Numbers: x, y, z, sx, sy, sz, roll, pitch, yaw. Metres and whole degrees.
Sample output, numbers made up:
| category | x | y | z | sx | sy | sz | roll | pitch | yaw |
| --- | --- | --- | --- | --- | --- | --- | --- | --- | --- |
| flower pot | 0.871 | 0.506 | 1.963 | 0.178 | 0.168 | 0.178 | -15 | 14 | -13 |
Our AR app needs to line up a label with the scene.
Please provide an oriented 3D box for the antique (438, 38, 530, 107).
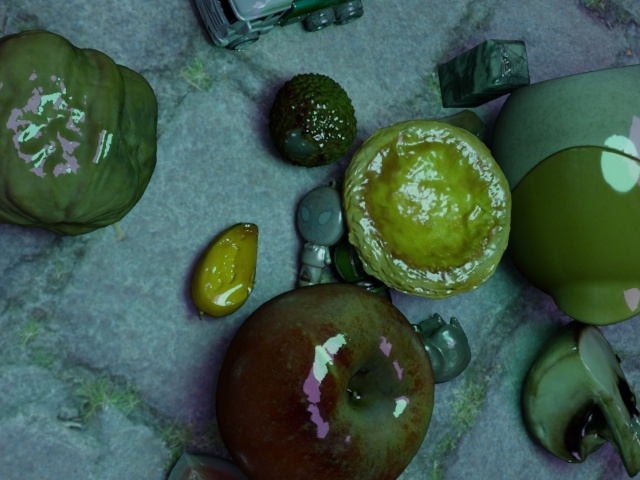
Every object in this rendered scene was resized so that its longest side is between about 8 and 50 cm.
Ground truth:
| category | x | y | z | sx | sy | sz | roll | pitch | yaw |
| --- | --- | --- | --- | --- | --- | --- | --- | --- | --- |
| antique | 0.313 | -0.317 | 1.470 | 0.086 | 0.183 | 0.088 | -5 | 87 | -25 |

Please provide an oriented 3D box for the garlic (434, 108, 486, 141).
| category | x | y | z | sx | sy | sz | roll | pitch | yaw |
| --- | --- | --- | --- | --- | --- | --- | --- | --- | --- |
| garlic | 0.259 | -0.204 | 1.504 | 0.152 | 0.066 | 0.084 | -22 | 66 | -28 |

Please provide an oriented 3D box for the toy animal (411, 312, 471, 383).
| category | x | y | z | sx | sy | sz | roll | pitch | yaw |
| --- | --- | --- | --- | --- | --- | --- | --- | --- | --- |
| toy animal | 0.169 | 0.232 | 1.384 | 0.236 | 0.108 | 0.138 | -42 | 102 | -22 |

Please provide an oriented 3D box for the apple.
| category | x | y | z | sx | sy | sz | roll | pitch | yaw |
| --- | --- | --- | --- | --- | --- | --- | --- | --- | --- |
| apple | 0.002 | 0.241 | 1.216 | 0.348 | 0.277 | 0.349 | 4 | 81 | -27 |

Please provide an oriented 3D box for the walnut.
| category | x | y | z | sx | sy | sz | roll | pitch | yaw |
| --- | --- | --- | --- | --- | --- | --- | --- | --- | --- |
| walnut | -0.370 | -0.146 | 1.104 | 0.282 | 0.253 | 0.277 | 16 | 79 | -21 |

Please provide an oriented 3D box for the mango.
| category | x | y | z | sx | sy | sz | roll | pitch | yaw |
| --- | --- | --- | --- | --- | --- | --- | --- | --- | --- |
| mango | -0.155 | 0.050 | 1.284 | 0.101 | 0.066 | 0.188 | 24 | 70 | -12 |

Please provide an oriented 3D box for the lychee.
| category | x | y | z | sx | sy | sz | roll | pitch | yaw |
| --- | --- | --- | --- | --- | --- | --- | --- | --- | --- |
| lychee | -0.012 | -0.210 | 1.331 | 0.171 | 0.171 | 0.171 | 3 | 83 | -24 |

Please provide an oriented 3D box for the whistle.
| category | x | y | z | sx | sy | sz | roll | pitch | yaw |
| --- | --- | --- | --- | --- | --- | --- | --- | --- | --- |
| whistle | 0.000 | 0.000 | 1.347 | 0.057 | 0.107 | 0.220 | 11 | 92 | -49 |

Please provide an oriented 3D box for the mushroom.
| category | x | y | z | sx | sy | sz | roll | pitch | yaw |
| --- | --- | --- | --- | --- | --- | --- | --- | --- | --- |
| mushroom | 0.523 | 0.310 | 1.535 | 0.292 | 0.212 | 0.217 | 45 | 24 | -1 |

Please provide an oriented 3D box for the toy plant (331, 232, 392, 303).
| category | x | y | z | sx | sy | sz | roll | pitch | yaw |
| --- | --- | --- | --- | --- | --- | --- | --- | --- | --- |
| toy plant | 0.072 | 0.059 | 1.371 | 0.092 | 0.093 | 0.162 | -13 | 86 | -25 |

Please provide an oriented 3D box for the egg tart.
| category | x | y | z | sx | sy | sz | roll | pitch | yaw |
| --- | --- | --- | --- | --- | --- | --- | --- | --- | --- |
| egg tart | 0.179 | -0.049 | 1.340 | 0.318 | 0.128 | 0.319 | 2 | 77 | -8 |

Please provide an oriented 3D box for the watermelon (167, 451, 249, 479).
| category | x | y | z | sx | sy | sz | roll | pitch | yaw |
| --- | --- | --- | --- | --- | --- | --- | --- | --- | --- |
| watermelon | -0.150 | 0.450 | 1.200 | 0.207 | 0.202 | 0.136 | 12 | 119 | -20 |

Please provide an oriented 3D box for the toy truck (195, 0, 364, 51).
| category | x | y | z | sx | sy | sz | roll | pitch | yaw |
| --- | --- | --- | --- | --- | --- | --- | --- | --- | --- |
| toy truck | -0.034 | -0.460 | 1.337 | 0.363 | 0.178 | 0.177 | -24 | 94 | -22 |

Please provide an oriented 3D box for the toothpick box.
| category | x | y | z | sx | sy | sz | roll | pitch | yaw |
| --- | --- | --- | --- | --- | --- | --- | --- | --- | --- |
| toothpick box | 0.525 | -0.086 | 1.413 | 0.408 | 0.409 | 0.426 | -10 | 95 | -25 |
